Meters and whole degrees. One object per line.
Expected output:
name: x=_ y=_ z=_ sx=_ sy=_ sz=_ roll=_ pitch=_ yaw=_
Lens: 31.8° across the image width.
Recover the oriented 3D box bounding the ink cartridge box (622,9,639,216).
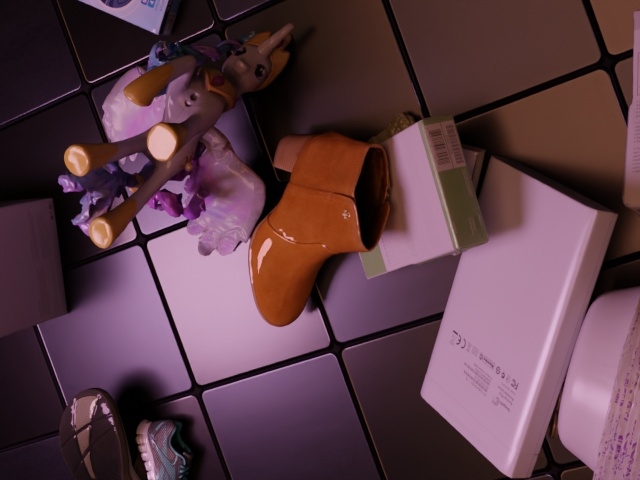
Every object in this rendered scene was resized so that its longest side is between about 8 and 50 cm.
ink cartridge box: x=0.511 y=-0.167 z=1.318 sx=0.296 sy=0.066 sz=0.261 roll=-5 pitch=71 yaw=39

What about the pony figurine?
pony figurine: x=-0.196 y=-0.135 z=1.539 sx=0.303 sy=0.363 sz=0.351 roll=43 pitch=128 yaw=3

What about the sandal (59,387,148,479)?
sandal: x=-0.322 y=0.365 z=1.788 sx=0.120 sy=0.086 sz=0.303 roll=-8 pitch=112 yaw=25

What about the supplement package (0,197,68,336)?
supplement package: x=-0.520 y=0.044 z=1.743 sx=0.149 sy=0.203 sz=0.194 roll=-4 pitch=97 yaw=23

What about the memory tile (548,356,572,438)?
memory tile: x=0.310 y=0.185 z=1.458 sx=0.012 sy=0.148 sz=0.113 roll=10 pitch=102 yaw=7

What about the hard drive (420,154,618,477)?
hard drive: x=0.245 y=0.092 z=1.449 sx=0.233 sy=0.047 sz=0.353 roll=40 pitch=120 yaw=58

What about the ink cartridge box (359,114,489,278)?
ink cartridge box: x=0.115 y=-0.051 z=1.491 sx=0.235 sy=0.056 sz=0.171 roll=-24 pitch=81 yaw=62

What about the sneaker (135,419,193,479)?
sneaker: x=-0.230 y=0.355 z=1.756 sx=0.076 sy=0.065 sz=0.166 roll=-17 pitch=95 yaw=18

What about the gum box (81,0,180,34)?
gum box: x=-0.282 y=-0.409 z=1.656 sx=0.184 sy=0.041 sz=0.157 roll=25 pitch=106 yaw=16

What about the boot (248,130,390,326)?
boot: x=0.001 y=-0.001 z=1.526 sx=0.211 sy=0.104 sz=0.295 roll=21 pitch=108 yaw=53

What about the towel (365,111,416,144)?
towel: x=0.122 y=-0.092 z=1.552 sx=0.110 sy=0.027 sz=0.148 roll=-38 pitch=85 yaw=24

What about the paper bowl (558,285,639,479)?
paper bowl: x=0.380 y=0.171 z=1.351 sx=0.148 sy=0.284 sz=0.284 roll=15 pitch=104 yaw=21

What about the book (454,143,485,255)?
book: x=0.158 y=-0.063 z=1.512 sx=0.096 sy=0.035 sz=0.144 roll=18 pitch=108 yaw=24
